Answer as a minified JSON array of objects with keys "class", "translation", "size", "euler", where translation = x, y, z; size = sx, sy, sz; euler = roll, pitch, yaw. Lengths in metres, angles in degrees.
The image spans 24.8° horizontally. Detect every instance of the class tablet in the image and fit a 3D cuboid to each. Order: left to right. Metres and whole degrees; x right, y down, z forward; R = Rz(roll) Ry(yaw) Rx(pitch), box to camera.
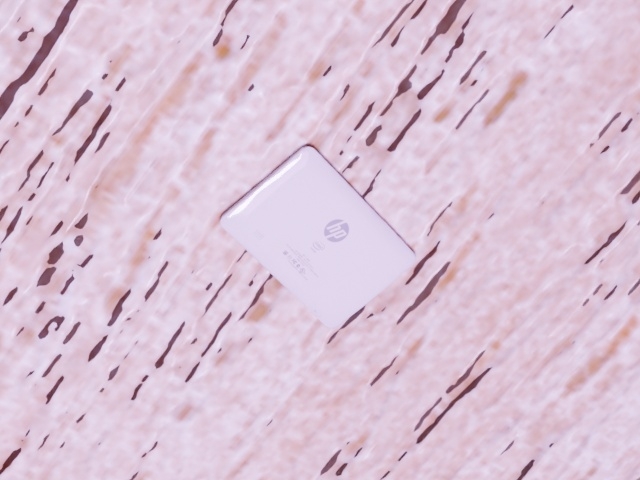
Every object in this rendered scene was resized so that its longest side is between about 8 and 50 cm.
[{"class":"tablet","translation":[0.000,0.000,0.655],"size":[0.054,0.006,0.083],"euler":[-40,121,9]}]
